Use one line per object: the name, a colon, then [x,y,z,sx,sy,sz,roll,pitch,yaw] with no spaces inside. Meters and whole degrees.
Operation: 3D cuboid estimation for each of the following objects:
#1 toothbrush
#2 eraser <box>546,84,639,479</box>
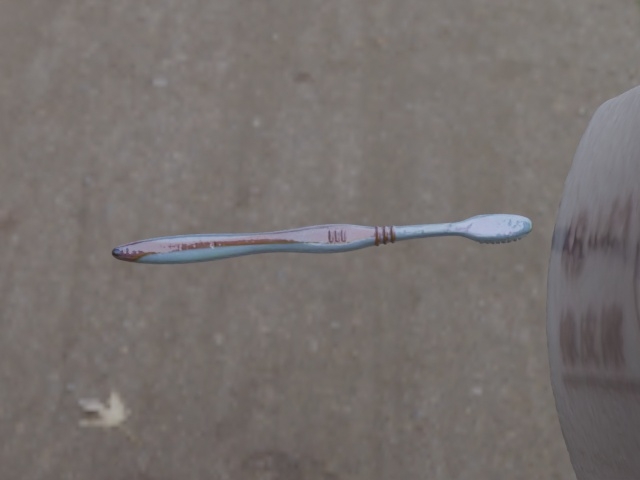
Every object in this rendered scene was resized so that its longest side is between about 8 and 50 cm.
toothbrush: [0.000,0.000,0.763,0.193,0.019,0.013,-4,78,3]
eraser: [0.149,0.020,0.568,0.094,0.174,0.270,3,-3,-3]
